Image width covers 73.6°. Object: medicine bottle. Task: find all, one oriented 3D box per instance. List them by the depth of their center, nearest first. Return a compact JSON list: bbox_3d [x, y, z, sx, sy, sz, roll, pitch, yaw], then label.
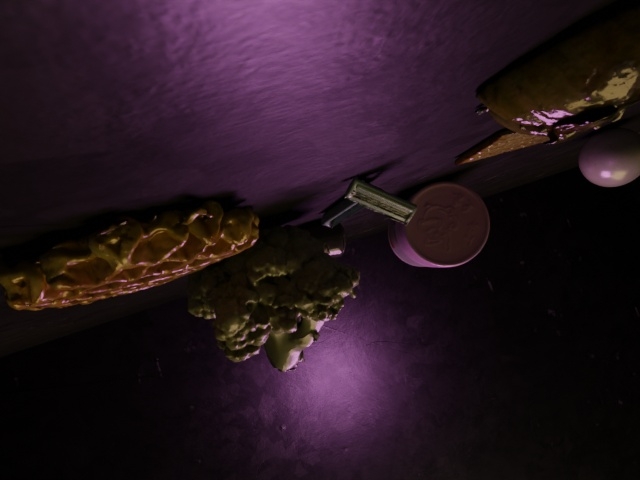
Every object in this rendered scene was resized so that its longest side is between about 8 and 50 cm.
[{"bbox_3d":[0.290,-0.031,1.111,0.202,0.202,0.316,-19,176,1],"label":"medicine bottle"}]

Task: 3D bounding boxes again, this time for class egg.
[{"bbox_3d":[0.759,-0.216,1.111,0.151,0.151,0.209,-22,178,41],"label":"egg"}]

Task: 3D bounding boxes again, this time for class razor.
[{"bbox_3d":[0.059,-0.062,0.769,0.111,0.056,0.278,21,171,-15],"label":"razor"}]

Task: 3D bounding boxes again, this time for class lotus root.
[{"bbox_3d":[0.253,-0.140,0.402,0.183,0.078,0.203,-15,176,-31],"label":"lotus root"}]

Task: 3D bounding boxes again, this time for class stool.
[{"bbox_3d":[0.000,0.000,1.009,0.110,0.096,0.096,-11,173,-22],"label":"stool"}]

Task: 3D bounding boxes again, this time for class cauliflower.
[{"bbox_3d":[-0.085,0.112,0.776,0.326,0.281,0.260,-10,176,23],"label":"cauliflower"}]

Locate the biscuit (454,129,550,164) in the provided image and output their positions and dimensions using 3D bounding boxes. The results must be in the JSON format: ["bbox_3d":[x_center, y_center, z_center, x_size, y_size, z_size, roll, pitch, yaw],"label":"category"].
[{"bbox_3d":[0.357,-0.179,0.741,0.231,0.016,0.139,-17,175,-17],"label":"biscuit"}]

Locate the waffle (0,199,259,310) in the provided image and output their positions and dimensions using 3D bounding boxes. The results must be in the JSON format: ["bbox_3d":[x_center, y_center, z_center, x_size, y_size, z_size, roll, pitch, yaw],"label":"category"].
[{"bbox_3d":[-0.217,0.022,0.542,0.329,0.062,0.329,-18,175,-2],"label":"waffle"}]
